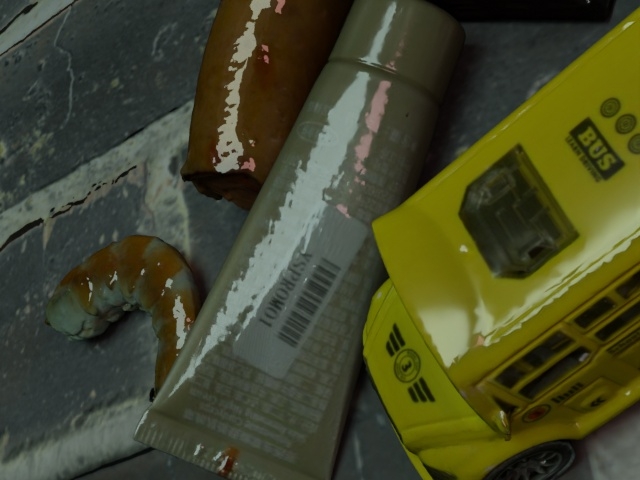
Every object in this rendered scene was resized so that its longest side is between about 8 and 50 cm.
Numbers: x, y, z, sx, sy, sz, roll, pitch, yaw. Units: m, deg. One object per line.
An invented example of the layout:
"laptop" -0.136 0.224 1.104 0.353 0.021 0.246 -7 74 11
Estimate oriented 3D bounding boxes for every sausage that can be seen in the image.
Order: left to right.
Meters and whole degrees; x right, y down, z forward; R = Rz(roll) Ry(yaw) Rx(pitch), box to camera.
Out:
"sausage" -0.028 -0.155 0.788 0.108 0.109 0.271 11 80 42

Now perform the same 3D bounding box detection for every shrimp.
"shrimp" -0.156 0.080 0.839 0.161 0.049 0.166 -31 62 25

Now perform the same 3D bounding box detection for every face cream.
"face cream" 0.000 0.000 0.703 0.137 0.084 0.341 22 85 3

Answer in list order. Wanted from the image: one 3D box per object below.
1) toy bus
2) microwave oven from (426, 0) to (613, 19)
"toy bus" 0.144 -0.001 0.540 0.330 0.152 0.144 -40 52 20
"microwave oven" 0.104 -0.285 0.676 0.188 0.178 0.248 14 81 41
